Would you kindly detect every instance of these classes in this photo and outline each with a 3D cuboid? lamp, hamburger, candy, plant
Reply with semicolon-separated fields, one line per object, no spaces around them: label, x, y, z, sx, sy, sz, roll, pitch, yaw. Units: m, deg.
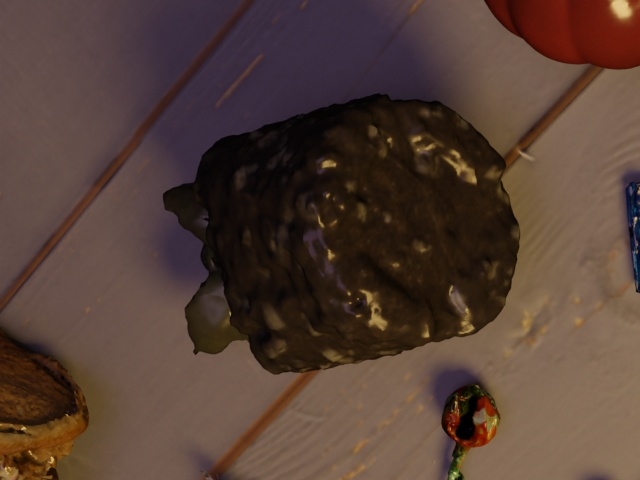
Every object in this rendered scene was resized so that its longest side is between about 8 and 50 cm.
lamp;0.223;-0.238;1.111;0.227;0.227;0.227;3;97;23
hamburger;-0.342;0.207;1.400;0.260;0.245;0.211;23;101;-7
candy;0.117;0.211;1.309;0.055;0.049;0.184;39;122;47
plant;0.000;0.000;1.248;0.312;0.213;0.215;-18;88;60

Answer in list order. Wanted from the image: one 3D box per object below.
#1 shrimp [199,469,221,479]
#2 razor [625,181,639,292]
shrimp;-0.057;0.277;1.377;0.056;0.065;0.165;-35;75;-10
razor;0.401;-0.011;1.151;0.324;0.056;0.093;-4;93;23
